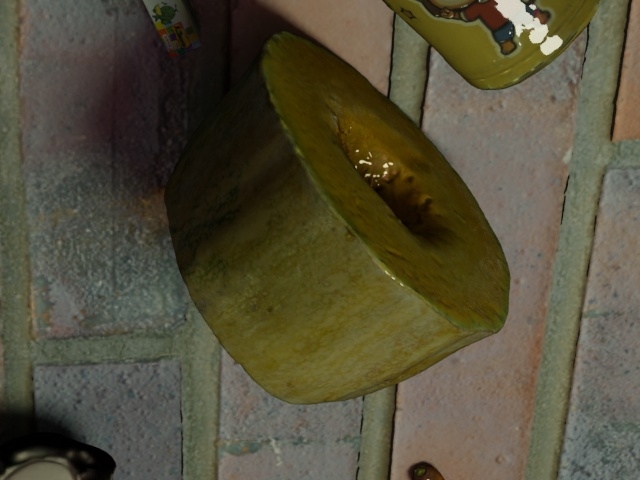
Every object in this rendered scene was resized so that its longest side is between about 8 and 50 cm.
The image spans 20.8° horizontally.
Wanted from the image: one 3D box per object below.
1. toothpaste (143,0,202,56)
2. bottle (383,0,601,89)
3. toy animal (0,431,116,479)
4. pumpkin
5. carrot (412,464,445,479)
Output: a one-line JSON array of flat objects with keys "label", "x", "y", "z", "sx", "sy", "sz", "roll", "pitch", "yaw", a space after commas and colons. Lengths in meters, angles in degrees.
[{"label": "toothpaste", "x": -0.151, "y": -0.244, "z": 1.563, "sx": 0.034, "sy": 0.046, "sz": 0.164, "roll": -20, "pitch": 123, "yaw": 8}, {"label": "bottle", "x": 0.075, "y": -0.294, "z": 1.493, "sx": 0.351, "sy": 0.171, "sz": 0.171, "roll": 38, "pitch": 109, "yaw": -26}, {"label": "toy animal", "x": -0.376, "y": 0.294, "z": 1.753, "sx": 0.310, "sy": 0.251, "sz": 0.251, "roll": 14, "pitch": 119, "yaw": -6}, {"label": "pumpkin", "x": 0.000, "y": 0.000, "z": 1.573, "sx": 0.199, "sy": 0.332, "sz": 0.332, "roll": -40, "pitch": 119, "yaw": 18}, {"label": "carrot", "x": 0.132, "y": 0.284, "z": 1.942, "sx": 0.032, "sy": 0.032, "sz": 0.093, "roll": -28, "pitch": 124, "yaw": 9}]
